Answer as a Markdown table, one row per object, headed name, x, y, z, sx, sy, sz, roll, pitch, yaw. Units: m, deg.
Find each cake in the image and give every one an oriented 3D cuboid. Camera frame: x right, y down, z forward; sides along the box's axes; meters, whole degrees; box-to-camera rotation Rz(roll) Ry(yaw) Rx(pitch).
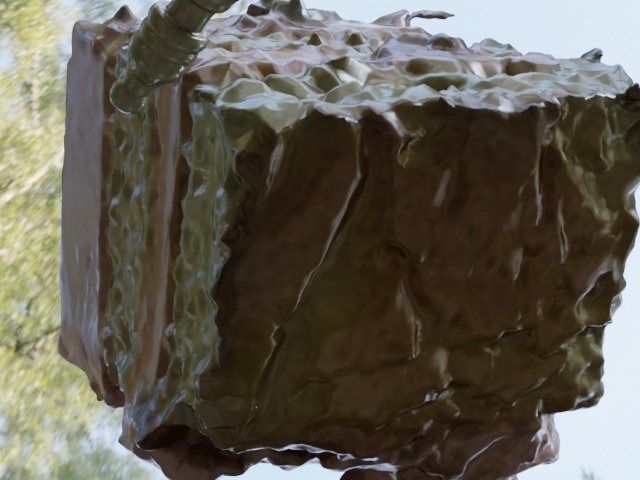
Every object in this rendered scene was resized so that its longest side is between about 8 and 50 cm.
| name | x | y | z | sx | sy | sz | roll | pitch | yaw |
| --- | --- | --- | --- | --- | --- | --- | --- | --- | --- |
| cake | 0.000 | 0.000 | 0.936 | 0.314 | 0.307 | 0.293 | -1 | -73 | -31 |

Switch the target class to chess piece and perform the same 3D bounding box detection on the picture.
| name | x | y | z | sx | sy | sz | roll | pitch | yaw |
| --- | --- | --- | --- | --- | --- | --- | --- | --- | --- |
| chess piece | -0.063 | -0.091 | 0.631 | 0.035 | 0.035 | 0.092 | 37 | -64 | -7 |
